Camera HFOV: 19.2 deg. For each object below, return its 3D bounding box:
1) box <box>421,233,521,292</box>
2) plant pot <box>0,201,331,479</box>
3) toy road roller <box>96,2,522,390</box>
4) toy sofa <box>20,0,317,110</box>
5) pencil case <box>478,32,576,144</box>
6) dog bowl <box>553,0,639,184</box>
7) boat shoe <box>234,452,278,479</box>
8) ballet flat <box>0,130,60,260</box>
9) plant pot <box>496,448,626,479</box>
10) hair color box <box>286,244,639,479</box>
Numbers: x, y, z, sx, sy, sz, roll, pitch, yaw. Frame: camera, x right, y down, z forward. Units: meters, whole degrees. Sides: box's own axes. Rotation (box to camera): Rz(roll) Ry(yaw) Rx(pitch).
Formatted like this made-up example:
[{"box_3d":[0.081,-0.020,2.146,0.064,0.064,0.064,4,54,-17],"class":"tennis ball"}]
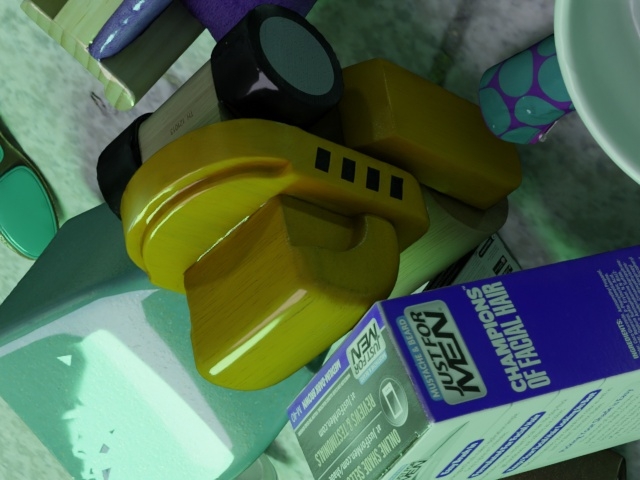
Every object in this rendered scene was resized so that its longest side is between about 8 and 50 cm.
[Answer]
[{"box_3d":[0.115,0.097,1.577,0.036,0.207,0.114,-15,118,47],"class":"box"},{"box_3d":[-0.116,0.076,1.734,0.252,0.248,0.247,-30,107,32],"class":"plant pot"},{"box_3d":[0.000,0.000,1.442,0.329,0.240,0.202,20,136,-38],"class":"toy road roller"},{"box_3d":[-0.046,-0.241,1.372,0.177,0.150,0.362,42,134,-6],"class":"toy sofa"},{"box_3d":[0.189,-0.123,1.410,0.151,0.064,0.070,-25,98,50],"class":"pencil case"},{"box_3d":[0.290,-0.141,1.221,0.265,0.104,0.265,17,129,22],"class":"dog bowl"},{"box_3d":[-0.152,0.183,1.986,0.267,0.096,0.088,40,148,12],"class":"boat shoe"},{"box_3d":[-0.330,-0.072,1.905,0.206,0.073,0.067,63,164,-24],"class":"ballet flat"},{"box_3d":[0.154,0.232,1.711,0.230,0.215,0.215,6,134,15],"class":"plant pot"},{"box_3d":[0.166,0.099,1.436,0.110,0.339,0.185,65,147,20],"class":"hair color box"}]
